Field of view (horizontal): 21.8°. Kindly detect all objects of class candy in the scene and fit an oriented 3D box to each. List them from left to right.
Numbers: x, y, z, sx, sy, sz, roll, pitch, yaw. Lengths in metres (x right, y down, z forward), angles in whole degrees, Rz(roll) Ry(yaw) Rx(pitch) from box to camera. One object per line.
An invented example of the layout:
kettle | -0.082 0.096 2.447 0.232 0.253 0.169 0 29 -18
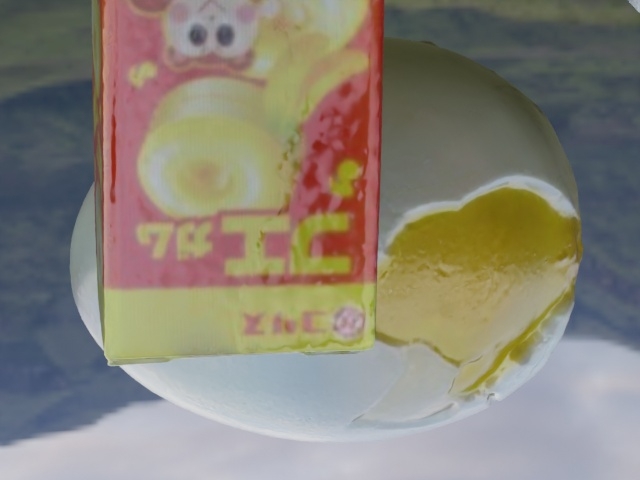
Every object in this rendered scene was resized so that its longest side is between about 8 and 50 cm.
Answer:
candy | -0.045 -0.079 0.853 0.146 0.276 0.088 -3 -166 -11

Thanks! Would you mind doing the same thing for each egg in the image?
egg | 0.000 0.000 1.147 0.345 0.283 0.283 -5 -173 -6

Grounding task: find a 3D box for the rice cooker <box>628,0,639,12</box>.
rice cooker | 0.169 -0.189 0.313 0.288 0.277 0.288 1 -133 -1
